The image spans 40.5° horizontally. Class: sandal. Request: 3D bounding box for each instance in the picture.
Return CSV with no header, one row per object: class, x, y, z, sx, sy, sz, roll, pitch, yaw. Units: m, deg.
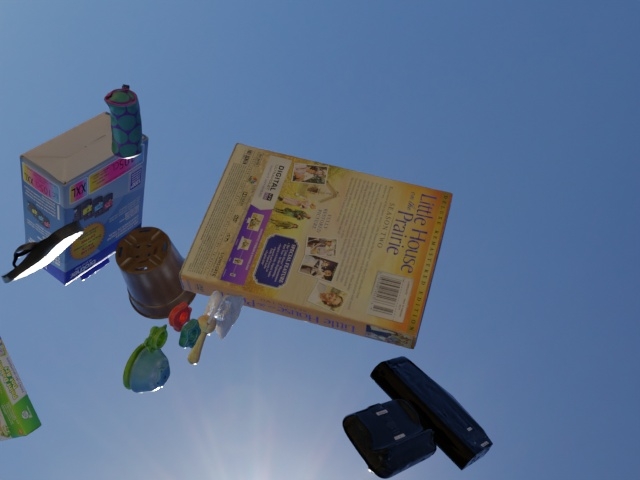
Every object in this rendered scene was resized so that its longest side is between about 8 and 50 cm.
sandal,-0.590,0.016,1.836,0.254,0.054,0.097,-32,180,31

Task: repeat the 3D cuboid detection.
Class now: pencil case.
pencil case,-0.398,-0.237,1.757,0.070,0.151,0.064,21,-130,12

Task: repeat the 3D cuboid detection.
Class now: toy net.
toy net,-0.182,0.116,1.192,0.045,0.122,0.232,18,-149,21

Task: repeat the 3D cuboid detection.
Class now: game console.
game console,0.134,0.278,1.346,0.213,0.361,0.044,44,-71,23

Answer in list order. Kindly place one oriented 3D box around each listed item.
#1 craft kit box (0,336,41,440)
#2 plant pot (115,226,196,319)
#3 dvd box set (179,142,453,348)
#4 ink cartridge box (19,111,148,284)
craft kit box,-0.787,0.346,1.998,0.247,0.249,0.061,-17,-171,34
plant pot,-0.374,0.065,1.939,0.167,0.165,0.167,-5,-124,7
dvd box set,0.000,0.000,1.546,0.421,0.062,0.307,13,-121,8
ink cartridge box,-0.569,-0.079,2.108,0.151,0.395,0.270,35,-133,17
